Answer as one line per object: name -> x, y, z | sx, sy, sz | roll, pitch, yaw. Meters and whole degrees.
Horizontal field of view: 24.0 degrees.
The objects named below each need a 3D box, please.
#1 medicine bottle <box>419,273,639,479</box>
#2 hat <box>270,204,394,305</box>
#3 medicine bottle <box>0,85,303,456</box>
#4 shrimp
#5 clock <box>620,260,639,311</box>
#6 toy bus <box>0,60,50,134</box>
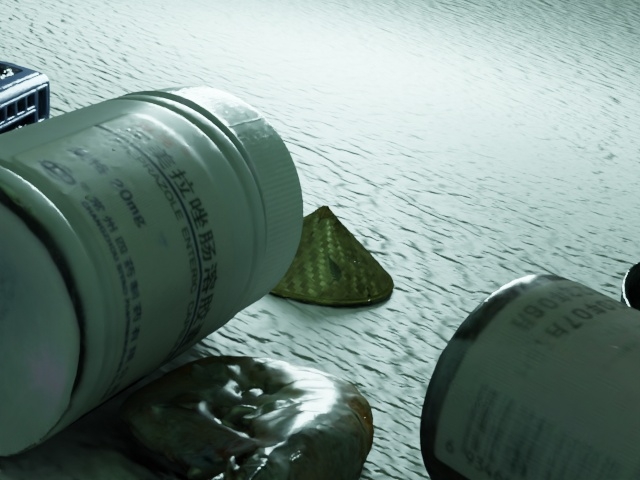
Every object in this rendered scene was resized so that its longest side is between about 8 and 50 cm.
medicine bottle -> 0.204, 0.139, 0.882 | 0.165, 0.165, 0.273 | -9, 28, -44
hat -> 0.000, 0.000, 1.321 | 0.146, 0.067, 0.146 | 9, 19, -3
medicine bottle -> -0.156, 0.005, 1.041 | 0.190, 0.190, 0.332 | 17, 21, 19
shrimp -> -0.055, 0.131, 0.941 | 0.164, 0.062, 0.317 | 8, 15, 7
clock -> 0.426, 0.108, 1.216 | 0.386, 0.076, 0.386 | 8, 19, -3
toy bus -> -0.331, -0.072, 1.259 | 0.125, 0.133, 0.292 | 14, 19, 10
